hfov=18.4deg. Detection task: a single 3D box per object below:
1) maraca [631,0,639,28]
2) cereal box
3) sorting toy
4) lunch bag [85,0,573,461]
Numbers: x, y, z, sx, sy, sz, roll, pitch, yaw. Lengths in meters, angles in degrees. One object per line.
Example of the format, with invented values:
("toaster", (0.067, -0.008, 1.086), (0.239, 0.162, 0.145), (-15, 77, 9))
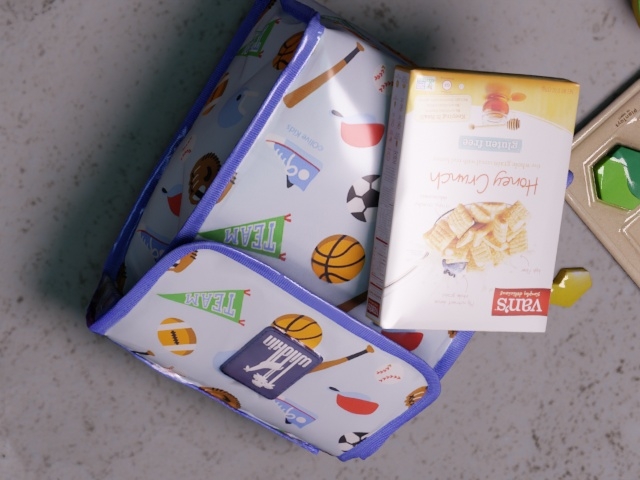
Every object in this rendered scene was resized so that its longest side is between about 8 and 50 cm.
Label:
("maraca", (0.392, -0.250, 2.022), (0.186, 0.099, 0.127), (-8, 104, -36))
("cereal box", (0.139, -0.036, 1.817), (0.173, 0.047, 0.240), (2, 101, -21))
("sorting toy", (0.343, -0.034, 2.095), (0.307, 0.041, 0.229), (-42, 109, 1))
("lunch bag", (0.000, 0.000, 1.927), (0.328, 0.239, 0.385), (31, 100, -21))
